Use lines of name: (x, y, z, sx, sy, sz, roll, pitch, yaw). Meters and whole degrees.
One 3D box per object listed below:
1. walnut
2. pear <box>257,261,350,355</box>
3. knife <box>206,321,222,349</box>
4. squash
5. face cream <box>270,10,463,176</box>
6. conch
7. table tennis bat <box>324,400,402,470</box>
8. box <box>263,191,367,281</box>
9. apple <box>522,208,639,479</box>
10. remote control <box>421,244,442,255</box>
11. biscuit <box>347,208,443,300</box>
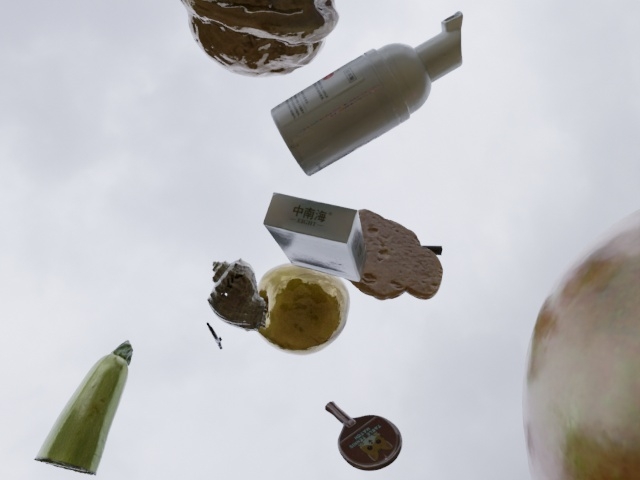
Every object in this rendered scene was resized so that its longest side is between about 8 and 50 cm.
walnut: (-0.144, -0.577, 1.274, 0.384, 0.383, 0.383, -4, -65, -9)
pear: (-0.060, 0.216, 1.642, 0.315, 0.314, 0.314, -4, -65, -9)
knife: (-0.307, 0.296, 1.549, 0.021, 0.045, 0.222, -33, -23, -16)
squash: (-0.359, 0.258, 0.835, 0.094, 0.224, 0.094, 10, -37, 7)
face cream: (0.102, -0.265, 0.927, 0.370, 0.145, 0.145, -28, -63, 9)
conch: (-0.203, 0.138, 1.253, 0.207, 0.130, 0.155, 51, -42, 2)
table tennis bat: (0.075, 0.375, 0.922, 0.108, 0.170, 0.119, -27, -57, -27)
box: (0.000, 0.000, 0.963, 0.155, 0.243, 0.067, 15, -106, 13)
apple: (0.307, 0.118, 0.310, 0.340, 0.339, 0.339, -4, -65, -9)
remote control: (0.313, 0.029, 1.512, 0.091, 0.016, 0.034, 2, -81, -3)
biscuit: (0.156, 0.044, 1.422, 0.376, 0.269, 0.051, 27, -41, 5)
